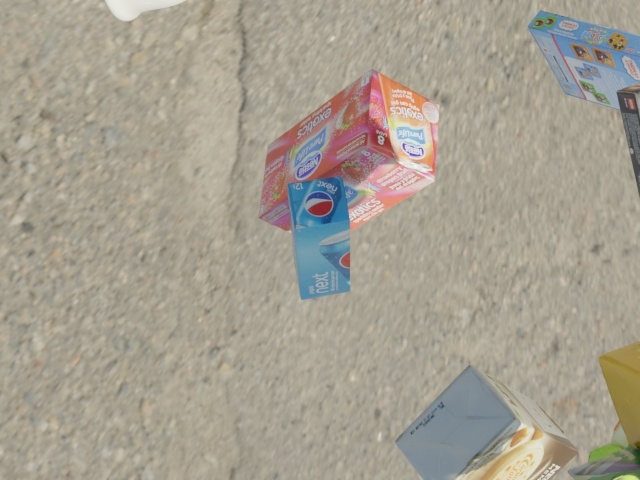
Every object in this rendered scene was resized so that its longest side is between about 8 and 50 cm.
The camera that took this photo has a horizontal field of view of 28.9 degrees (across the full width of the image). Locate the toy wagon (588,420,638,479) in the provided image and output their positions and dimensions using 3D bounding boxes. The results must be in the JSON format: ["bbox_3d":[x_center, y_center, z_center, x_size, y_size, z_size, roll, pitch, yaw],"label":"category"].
[{"bbox_3d":[0.392,0.267,1.258,0.267,0.068,0.345,-19,119,-22],"label":"toy wagon"}]

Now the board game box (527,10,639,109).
[{"bbox_3d":[0.413,-0.245,1.770,0.039,0.211,0.160,-52,135,-11],"label":"board game box"}]

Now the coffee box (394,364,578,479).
[{"bbox_3d":[0.220,0.265,1.600,0.141,0.246,0.098,-47,57,9],"label":"coffee box"}]

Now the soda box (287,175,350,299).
[{"bbox_3d":[0.000,0.000,1.599,0.071,0.067,0.210,-9,154,-3],"label":"soda box"}]

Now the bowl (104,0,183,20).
[{"bbox_3d":[-0.178,-0.417,1.520,0.134,0.298,0.298,4,112,6],"label":"bowl"}]

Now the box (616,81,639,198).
[{"bbox_3d":[0.386,-0.075,1.296,0.114,0.036,0.207,-20,105,-16],"label":"box"}]

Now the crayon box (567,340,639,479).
[{"bbox_3d":[0.333,0.094,0.861,0.322,0.203,0.083,-21,95,-2],"label":"crayon box"}]

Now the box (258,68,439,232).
[{"bbox_3d":[0.036,-0.107,1.700,0.122,0.128,0.257,23,147,-29],"label":"box"}]
